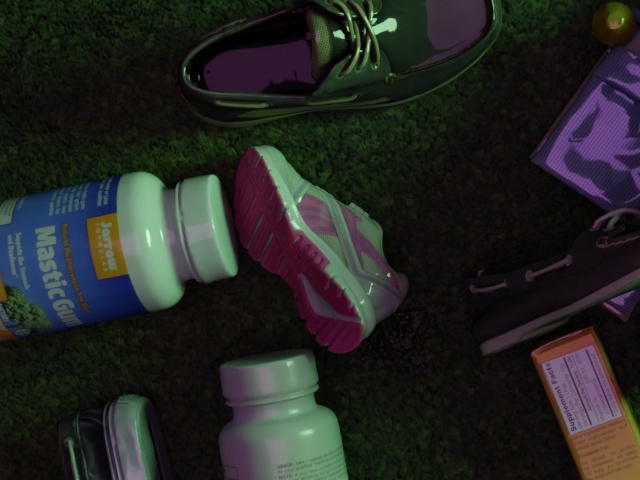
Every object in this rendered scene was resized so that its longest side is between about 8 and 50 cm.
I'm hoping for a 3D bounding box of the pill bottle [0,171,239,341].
[{"bbox_3d":[-0.232,0.011,1.496,0.272,0.152,0.152,-12,92,8],"label":"pill bottle"}]

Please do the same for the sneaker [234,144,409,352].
[{"bbox_3d":[0.000,0.000,1.500,0.252,0.111,0.103,56,139,17],"label":"sneaker"}]

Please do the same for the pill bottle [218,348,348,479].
[{"bbox_3d":[-0.039,0.237,1.496,0.131,0.131,0.229,-9,92,8],"label":"pill bottle"}]

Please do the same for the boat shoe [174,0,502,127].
[{"bbox_3d":[0.017,-0.193,1.463,0.355,0.130,0.132,-17,91,8],"label":"boat shoe"}]

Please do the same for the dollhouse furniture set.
[{"bbox_3d":[0.331,-0.052,1.400,0.303,0.198,0.286,37,97,4],"label":"dollhouse furniture set"}]

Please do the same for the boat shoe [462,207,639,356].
[{"bbox_3d":[0.249,0.024,1.381,0.335,0.112,0.095,-35,74,51],"label":"boat shoe"}]

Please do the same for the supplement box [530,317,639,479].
[{"bbox_3d":[0.298,0.204,1.480,0.080,0.078,0.233,-20,90,11],"label":"supplement box"}]

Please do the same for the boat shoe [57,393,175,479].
[{"bbox_3d":[-0.213,0.340,1.544,0.119,0.121,0.335,-13,81,15],"label":"boat shoe"}]
